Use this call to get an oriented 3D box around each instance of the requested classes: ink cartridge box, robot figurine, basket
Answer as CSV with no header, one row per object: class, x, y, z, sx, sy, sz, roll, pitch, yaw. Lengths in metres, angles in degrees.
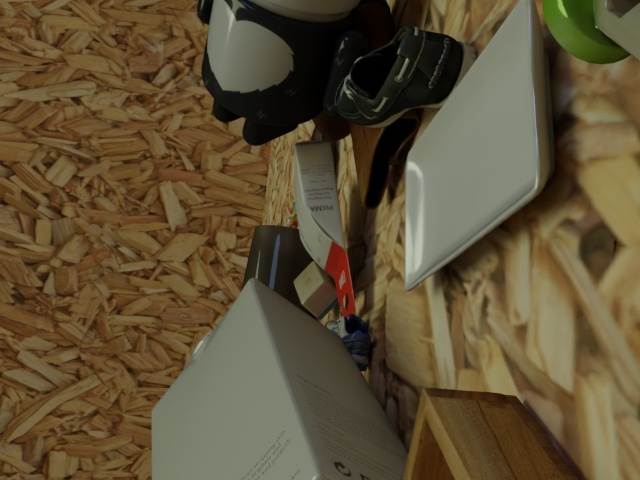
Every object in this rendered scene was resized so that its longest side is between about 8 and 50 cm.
ink cartridge box,0.000,0.000,1.002,0.189,0.066,0.233,101,166,-75
robot figurine,-0.054,-0.254,0.869,0.174,0.209,0.278,-88,15,-47
basket,-0.080,0.094,1.352,0.204,0.154,0.227,128,150,-80

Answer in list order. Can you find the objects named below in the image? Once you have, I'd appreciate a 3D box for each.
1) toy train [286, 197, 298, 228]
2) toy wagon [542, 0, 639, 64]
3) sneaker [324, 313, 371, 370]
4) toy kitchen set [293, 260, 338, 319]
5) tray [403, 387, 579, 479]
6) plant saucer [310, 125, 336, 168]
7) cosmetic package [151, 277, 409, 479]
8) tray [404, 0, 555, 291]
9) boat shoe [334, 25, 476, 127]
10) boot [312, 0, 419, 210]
toy train,-0.036,-0.102,1.517,0.125,0.046,0.166,-161,81,-82
toy wagon,0.172,-0.232,0.245,0.267,0.068,0.345,135,141,-75
sneaker,0.039,0.123,0.922,0.135,0.052,0.058,-144,70,-71
toy kitchen set,-0.017,0.173,1.170,0.207,0.166,0.122,-46,16,5
tray,0.082,0.323,0.426,0.203,0.076,0.411,-111,29,-71
plant saucer,-0.001,-0.121,1.335,0.198,0.036,0.199,-175,90,-80
cosmetic package,-0.048,0.219,0.694,0.217,0.156,0.385,-52,20,8
tray,0.120,-0.056,0.567,0.270,0.030,0.145,122,152,-70
boat shoe,0.061,-0.165,0.711,0.233,0.079,0.084,-172,92,-69
boot,0.059,-0.155,0.939,0.264,0.096,0.281,118,150,-48
